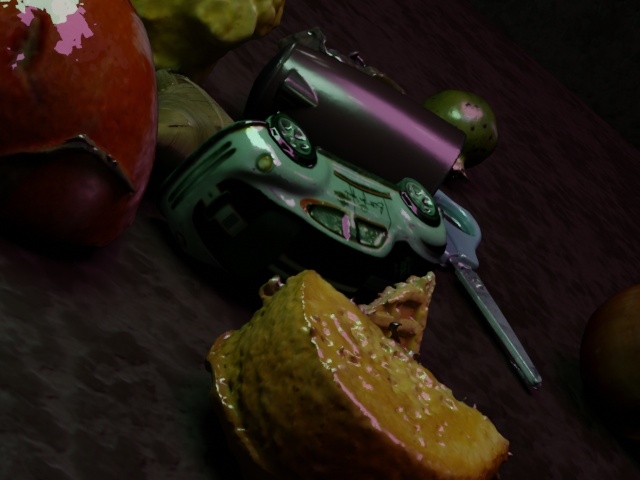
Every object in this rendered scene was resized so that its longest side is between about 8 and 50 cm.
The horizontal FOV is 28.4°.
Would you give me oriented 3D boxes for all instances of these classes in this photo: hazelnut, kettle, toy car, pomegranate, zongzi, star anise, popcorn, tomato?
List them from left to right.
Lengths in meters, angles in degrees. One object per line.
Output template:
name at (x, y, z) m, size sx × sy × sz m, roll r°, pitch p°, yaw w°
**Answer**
tomato at (-0.229, -0.152, 0.972) m, size 0.309 × 0.170 × 0.309 m, roll 37°, pitch 23°, yaw -18°
zongzi at (-0.148, -0.113, 1.153) m, size 0.160 × 0.078 × 0.176 m, roll 46°, pitch 13°, yaw 32°
popcorn at (-0.156, -0.252, 1.284) m, size 0.200 × 0.226 × 0.203 m, roll 58°, pitch -13°, yaw -11°
toy car at (0.000, 0.000, 1.140) m, size 0.306 × 0.136 × 0.125 m, roll 25°, pitch 35°, yaw -42°
kettle at (0.030, -0.129, 1.442) m, size 0.232 × 0.144 × 0.202 m, roll 34°, pitch 6°, yaw -5°
star anise at (0.055, -0.186, 1.639) m, size 0.220 × 0.099 × 0.214 m, roll 31°, pitch 24°, yaw -27°
pomegranate at (0.191, -0.152, 1.809) m, size 0.130 × 0.130 × 0.130 m, roll 36°, pitch 22°, yaw -17°
hazelnut at (0.434, 0.155, 1.503) m, size 0.251 × 0.217 × 0.217 m, roll 43°, pitch 19°, yaw -20°

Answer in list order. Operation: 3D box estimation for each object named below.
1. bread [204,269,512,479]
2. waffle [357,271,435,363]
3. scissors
bread at (0.019, 0.136, 0.888) m, size 0.229 × 0.143 × 0.139 m, roll 40°, pitch 20°, yaw 1°
waffle at (0.026, 0.069, 1.088) m, size 0.032 × 0.125 × 0.191 m, roll 12°, pitch -5°, yaw 41°
scissors at (0.171, 0.043, 1.504) m, size 0.191 × 0.029 × 0.360 m, roll 16°, pitch 35°, yaw -42°
